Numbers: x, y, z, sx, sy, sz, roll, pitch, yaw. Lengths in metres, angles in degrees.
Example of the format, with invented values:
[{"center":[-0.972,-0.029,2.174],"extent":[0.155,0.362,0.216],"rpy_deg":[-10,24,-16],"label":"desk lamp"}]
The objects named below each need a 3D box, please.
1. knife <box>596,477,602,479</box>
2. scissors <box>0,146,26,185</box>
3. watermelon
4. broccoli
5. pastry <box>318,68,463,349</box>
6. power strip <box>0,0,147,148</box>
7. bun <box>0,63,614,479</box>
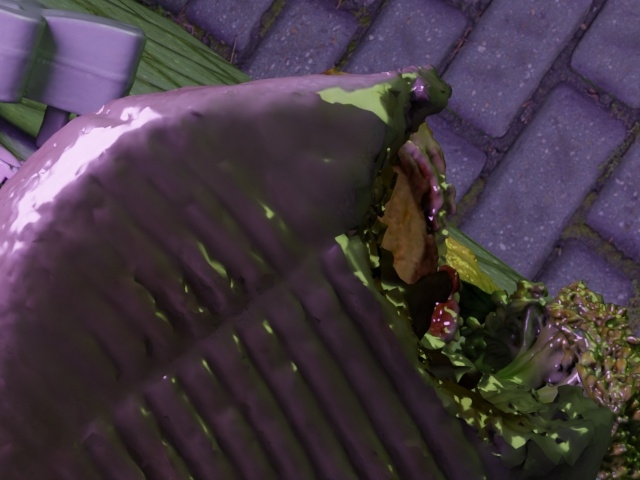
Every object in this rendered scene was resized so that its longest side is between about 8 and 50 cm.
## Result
[{"center":[0.187,0.237,1.453],"extent":[0.080,0.044,0.331],"rpy_deg":[43,16,17],"label":"knife"},{"center":[-0.218,-0.030,1.423],"extent":[0.118,0.030,0.242],"rpy_deg":[30,4,-28],"label":"scissors"},{"center":[0.081,0.031,1.957],"extent":[0.232,0.127,0.204],"rpy_deg":[35,7,-3],"label":"watermelon"},{"center":[0.211,0.126,1.694],"extent":[0.273,0.180,0.242],"rpy_deg":[30,9,-28],"label":"broccoli"},{"center":[-0.006,-0.008,1.549],"extent":[0.256,0.237,0.170],"rpy_deg":[14,-23,-39],"label":"pastry"},{"center":[-0.307,-0.169,1.707],"extent":[0.261,0.141,0.229],"rpy_deg":[18,10,-12],"label":"power strip"},{"center":[-0.033,0.066,0.779],"extent":[0.281,0.282,0.205],"rpy_deg":[33,-2,-5],"label":"bun"}]
